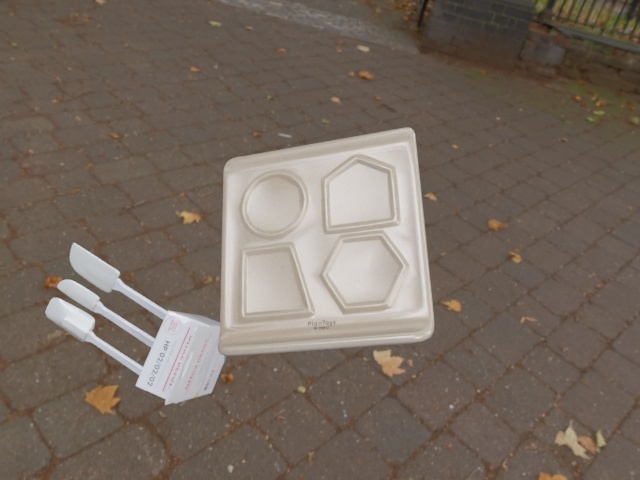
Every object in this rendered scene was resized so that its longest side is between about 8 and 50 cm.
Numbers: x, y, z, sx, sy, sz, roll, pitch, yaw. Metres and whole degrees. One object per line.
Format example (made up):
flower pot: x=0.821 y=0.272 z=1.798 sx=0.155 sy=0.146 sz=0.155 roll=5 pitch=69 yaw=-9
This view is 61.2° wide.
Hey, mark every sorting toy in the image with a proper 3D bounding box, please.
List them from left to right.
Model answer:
sorting toy: x=0.000 y=0.000 z=0.501 sx=0.193 sy=0.038 sz=0.208 roll=-7 pitch=66 yaw=15

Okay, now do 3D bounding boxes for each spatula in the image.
spatula: x=-0.315 y=0.131 z=0.855 sx=0.242 sy=0.168 sz=0.019 roll=34 pitch=22 yaw=-1

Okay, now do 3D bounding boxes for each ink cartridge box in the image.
ink cartridge box: x=-0.180 y=0.154 z=0.725 sx=0.062 sy=0.104 sz=0.181 roll=20 pitch=-9 yaw=9
